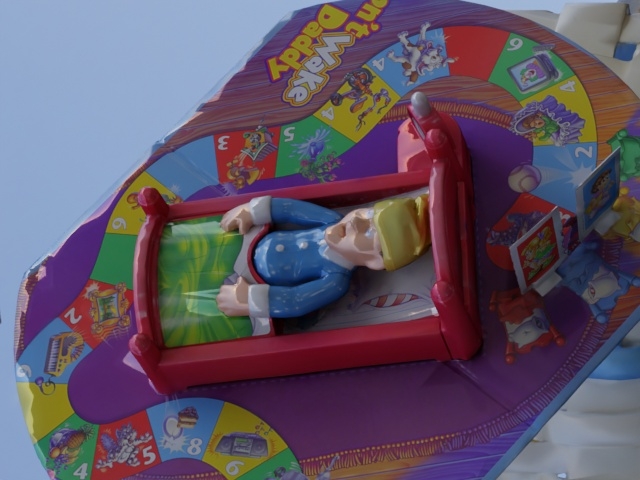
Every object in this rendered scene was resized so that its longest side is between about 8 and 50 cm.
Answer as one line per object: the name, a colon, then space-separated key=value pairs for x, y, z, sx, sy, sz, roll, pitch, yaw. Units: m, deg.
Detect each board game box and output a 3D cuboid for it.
board game box: x=0.000 y=0.000 z=0.419 sx=0.133 sy=0.168 sz=0.033 roll=37 pitch=165 yaw=31

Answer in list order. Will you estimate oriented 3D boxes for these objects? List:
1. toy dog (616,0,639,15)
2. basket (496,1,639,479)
toy dog: x=0.380 y=-0.149 z=1.185 sx=0.284 sy=0.408 sz=0.395 roll=44 pitch=-153 yaw=-51
basket: x=0.080 y=0.075 z=0.685 sx=0.255 sy=0.201 sz=0.289 roll=-64 pitch=-21 yaw=-48
